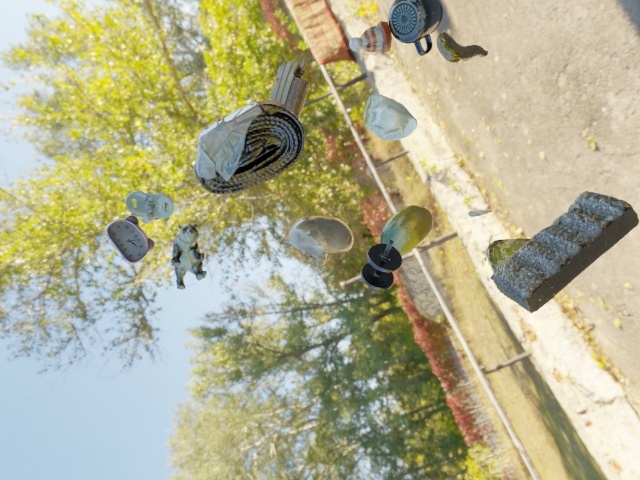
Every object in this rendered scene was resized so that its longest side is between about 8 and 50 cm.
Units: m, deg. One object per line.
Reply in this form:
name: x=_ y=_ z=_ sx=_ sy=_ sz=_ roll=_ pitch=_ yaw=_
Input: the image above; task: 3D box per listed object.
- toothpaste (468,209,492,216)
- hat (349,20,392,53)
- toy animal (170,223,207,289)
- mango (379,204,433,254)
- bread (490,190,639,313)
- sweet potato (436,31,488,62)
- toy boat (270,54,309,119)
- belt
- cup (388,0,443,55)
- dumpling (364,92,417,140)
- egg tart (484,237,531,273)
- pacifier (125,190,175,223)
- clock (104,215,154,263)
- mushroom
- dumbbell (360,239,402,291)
toothpaste: x=0.650 y=-0.112 z=1.784 sx=0.197 sy=0.048 sz=0.029 roll=-116 pitch=9 yaw=-88
hat: x=0.183 y=-0.749 z=1.617 sx=0.094 sy=0.162 sz=0.112 roll=-117 pitch=14 yaw=-68
toy animal: x=-0.381 y=0.039 z=1.244 sx=0.225 sy=0.093 sz=0.121 roll=106 pitch=153 yaw=-55
mango: x=0.264 y=-0.027 z=1.349 sx=0.130 sy=0.195 sz=0.092 roll=31 pitch=-163 yaw=-17
bread: x=0.701 y=0.026 z=1.259 sx=0.113 sy=0.416 sz=0.165 roll=51 pitch=176 yaw=-24
sweet potato: x=0.409 y=-0.553 z=1.267 sx=0.059 sy=0.249 sz=0.069 roll=34 pitch=119 yaw=49
toy boat: x=-0.110 y=-0.487 z=1.502 sx=0.089 sy=0.115 sz=0.311 roll=-11 pitch=-62 yaw=-77
belt: x=-0.181 y=-0.229 z=1.072 sx=0.184 sy=0.289 sz=0.164 roll=61 pitch=180 yaw=-31
cup: x=0.364 y=-0.808 z=1.613 sx=0.176 sy=0.169 sz=0.223 roll=-39 pitch=-68 yaw=-40
dumpling: x=0.308 y=-0.545 z=1.960 sx=0.252 sy=0.179 sz=0.131 roll=28 pitch=-151 yaw=-3
egg tart: x=0.818 y=0.091 z=1.717 sx=0.120 sy=0.314 sz=0.315 roll=112 pitch=145 yaw=-47
pacifier: x=-0.550 y=-0.093 z=1.388 sx=0.117 sy=0.150 sz=0.127 roll=-100 pitch=26 yaw=-42
clock: x=-0.601 y=-0.005 z=1.372 sx=0.153 sy=0.110 sz=0.050 roll=59 pitch=154 yaw=-14
mushroom: x=0.000 y=0.000 z=1.500 sx=0.226 sy=0.226 sz=0.178 roll=25 pitch=-106 yaw=-84
dumbbell: x=0.117 y=0.051 z=0.835 sx=0.147 sy=0.069 sz=0.069 roll=104 pitch=153 yaw=-47
